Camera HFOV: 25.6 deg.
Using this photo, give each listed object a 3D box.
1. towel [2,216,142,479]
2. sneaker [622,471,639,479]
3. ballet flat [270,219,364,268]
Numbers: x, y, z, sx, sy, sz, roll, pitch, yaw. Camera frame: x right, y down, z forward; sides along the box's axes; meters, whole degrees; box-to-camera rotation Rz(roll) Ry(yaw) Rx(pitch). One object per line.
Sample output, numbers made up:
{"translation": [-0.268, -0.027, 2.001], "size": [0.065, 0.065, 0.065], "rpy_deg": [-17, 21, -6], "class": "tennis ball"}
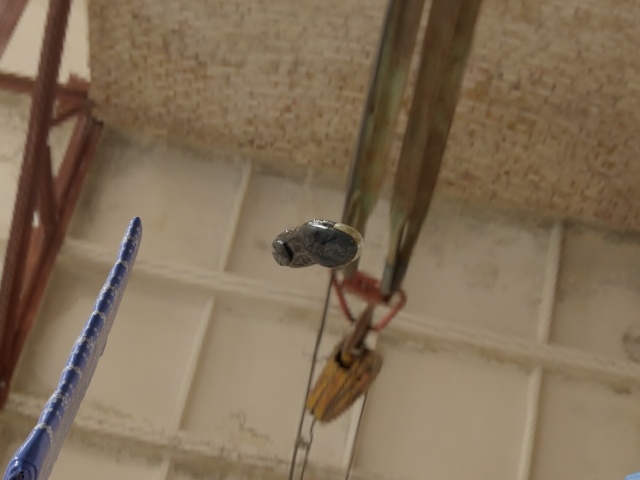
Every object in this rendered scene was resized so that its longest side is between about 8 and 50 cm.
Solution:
{"translation": [-0.267, 0.162, 1.437], "size": [0.040, 0.243, 0.336], "rpy_deg": [22, -135, -5], "class": "towel"}
{"translation": [0.225, 0.163, 0.684], "size": [0.188, 0.067, 0.078], "rpy_deg": [23, -84, 32], "class": "sneaker"}
{"translation": [0.000, 0.000, 1.547], "size": [0.049, 0.173, 0.057], "rpy_deg": [-27, -80, -27], "class": "ballet flat"}
